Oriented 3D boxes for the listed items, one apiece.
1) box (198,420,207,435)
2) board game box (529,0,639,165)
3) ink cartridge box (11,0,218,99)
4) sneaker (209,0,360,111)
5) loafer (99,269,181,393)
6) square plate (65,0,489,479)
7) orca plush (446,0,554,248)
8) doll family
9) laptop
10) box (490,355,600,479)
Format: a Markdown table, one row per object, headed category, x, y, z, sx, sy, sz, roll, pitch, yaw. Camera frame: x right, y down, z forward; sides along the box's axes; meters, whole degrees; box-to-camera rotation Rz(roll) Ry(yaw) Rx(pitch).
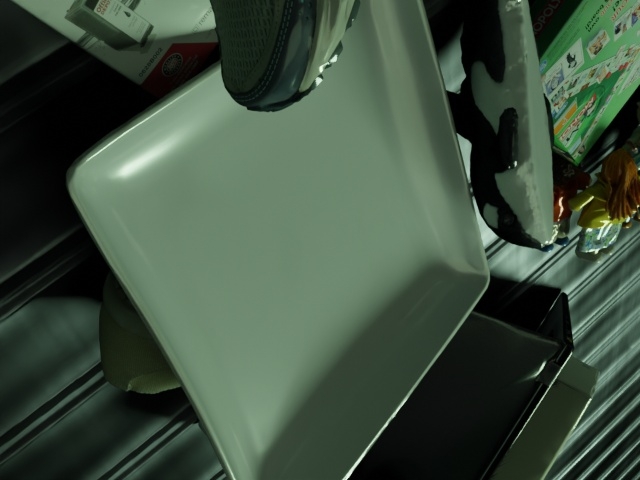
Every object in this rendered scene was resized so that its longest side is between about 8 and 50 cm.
| category | x | y | z | sx | sy | sz | roll | pitch | yaw |
| --- | --- | --- | --- | --- | --- | --- | --- | --- | --- |
| box | -0.017 | 0.129 | 0.851 | 0.170 | 0.091 | 0.130 | -19 | 135 | -37 |
| board game box | 0.314 | -0.249 | 0.913 | 0.317 | 0.046 | 0.213 | -54 | 146 | 5 |
| ink cartridge box | -0.113 | -0.153 | 0.509 | 0.099 | 0.056 | 0.135 | -54 | 146 | 5 |
| sneaker | -0.062 | -0.201 | 0.430 | 0.122 | 0.110 | 0.283 | -13 | 100 | -38 |
| loafer | -0.076 | 0.063 | 0.721 | 0.268 | 0.102 | 0.092 | 3 | 128 | -51 |
| square plate | 0.000 | 0.000 | 0.663 | 0.344 | 0.049 | 0.347 | -45 | 129 | -35 |
| orca plush | 0.132 | -0.129 | 0.772 | 0.151 | 0.102 | 0.287 | -58 | 137 | -50 |
| doll family | 0.373 | -0.075 | 1.075 | 0.263 | 0.118 | 0.163 | -31 | 142 | -27 |
| laptop | 0.129 | 0.220 | 1.167 | 0.382 | 0.236 | 0.408 | -62 | 173 | 16 |
| box | 0.316 | 0.303 | 1.363 | 0.113 | 0.094 | 0.275 | -31 | 146 | -64 |
